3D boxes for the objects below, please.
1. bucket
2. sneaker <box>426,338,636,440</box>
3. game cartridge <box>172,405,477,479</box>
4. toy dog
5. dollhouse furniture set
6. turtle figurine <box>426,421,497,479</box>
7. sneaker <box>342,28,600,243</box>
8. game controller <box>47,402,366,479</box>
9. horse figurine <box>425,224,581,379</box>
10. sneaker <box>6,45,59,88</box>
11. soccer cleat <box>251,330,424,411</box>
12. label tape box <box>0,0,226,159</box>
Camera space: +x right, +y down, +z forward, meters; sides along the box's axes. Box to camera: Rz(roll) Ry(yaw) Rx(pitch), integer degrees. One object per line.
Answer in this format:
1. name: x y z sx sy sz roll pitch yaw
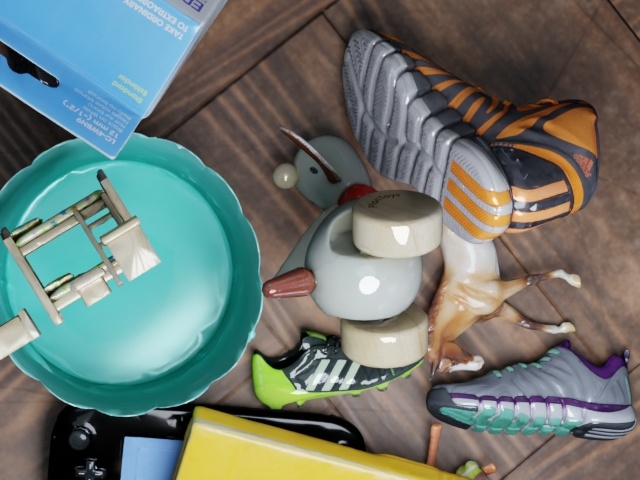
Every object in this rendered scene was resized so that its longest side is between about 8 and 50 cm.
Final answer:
1. bucket: -0.194 0.030 1.770 0.281 0.183 0.281 0 90 -7
2. sneaker: 0.217 0.150 1.883 0.223 0.083 0.098 7 69 -12
3. game cartridge: -0.008 0.331 1.808 0.323 0.053 0.285 15 111 -7
4. toy dog: 0.000 0.000 1.716 0.161 0.333 0.220 -3 94 -14
5. dollhouse furniture set: -0.244 0.023 1.591 0.182 0.161 0.101 -32 92 -6
6. turtle figurine: 0.202 0.317 1.862 0.217 0.087 0.270 -4 90 -7
7. sneaker: 0.157 -0.111 1.800 0.180 0.321 0.125 -11 133 -27
8. game controller: -0.115 0.247 1.831 0.319 0.067 0.166 5 95 -6
9. horse figurine: 0.179 0.005 1.874 0.174 0.066 0.263 -4 91 -12
10. sneaker: -0.273 -0.245 1.829 0.097 0.084 0.235 -12 92 -31
11. soccer cleat: 0.017 0.124 1.854 0.179 0.060 0.072 -13 102 -4
12. label tape box: -0.207 -0.276 1.717 0.249 0.115 0.348 34 46 -6
